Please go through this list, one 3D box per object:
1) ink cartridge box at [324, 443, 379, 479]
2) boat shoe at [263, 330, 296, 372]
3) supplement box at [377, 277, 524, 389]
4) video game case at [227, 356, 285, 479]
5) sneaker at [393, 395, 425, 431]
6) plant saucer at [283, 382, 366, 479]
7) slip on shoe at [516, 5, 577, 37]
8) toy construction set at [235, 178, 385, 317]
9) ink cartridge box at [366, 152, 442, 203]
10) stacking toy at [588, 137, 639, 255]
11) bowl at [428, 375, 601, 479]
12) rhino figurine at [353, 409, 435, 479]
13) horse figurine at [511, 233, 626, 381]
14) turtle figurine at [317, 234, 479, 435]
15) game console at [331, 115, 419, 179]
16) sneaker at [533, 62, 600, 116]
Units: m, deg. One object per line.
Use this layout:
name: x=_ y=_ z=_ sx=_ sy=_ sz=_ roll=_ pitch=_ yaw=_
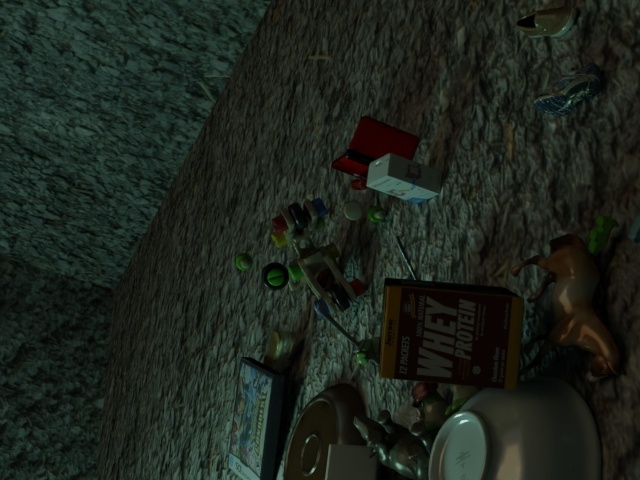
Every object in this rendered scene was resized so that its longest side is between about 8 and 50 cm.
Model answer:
ink cartridge box: x=0.048 y=0.478 z=1.722 sx=0.160 sy=0.092 sz=0.220 roll=87 pitch=-170 yaw=-64
boat shoe: x=-0.094 y=0.279 z=2.338 sx=0.063 sy=0.059 sz=0.170 roll=-113 pitch=30 yaw=-41
supplement box: x=0.183 y=0.130 z=1.440 sx=0.194 sy=0.191 sz=0.129 roll=-21 pitch=-64 yaw=-86
video game case: x=-0.154 y=0.428 z=2.326 sx=0.248 sy=0.035 sz=0.275 roll=-172 pitch=88 yaw=-68
sneaker: x=0.165 y=0.321 z=1.697 sx=0.061 sy=0.053 sz=0.152 roll=-58 pitch=25 yaw=23
plant saucer: x=-0.003 y=0.437 z=2.013 sx=0.310 sy=0.050 sz=0.311 roll=-49 pitch=32 yaw=45
slip on shoe: x=0.391 y=-0.383 z=1.728 sx=0.135 sy=0.041 sz=0.052 roll=16 pitch=88 yaw=68
toy construction set: x=0.000 y=0.000 z=2.168 sx=0.309 sy=0.257 sz=0.237 roll=-52 pitch=9 yaw=-3
ink cartridge box: x=0.164 y=-0.121 z=1.954 sx=0.088 sy=0.122 sz=0.052 roll=-25 pitch=50 yaw=62
stacking toy: x=0.453 y=-0.046 z=1.316 sx=0.167 sy=0.052 sz=0.221 roll=-118 pitch=48 yaw=-63
bowl: x=0.245 y=0.322 z=1.399 sx=0.298 sy=0.134 sz=0.298 roll=-50 pitch=29 yaw=43
rhino figurine: x=0.124 y=0.332 z=1.603 sx=0.073 sy=0.106 sz=0.243 roll=-48 pitch=25 yaw=-18
horse figurine: x=0.348 y=0.088 z=1.423 sx=0.174 sy=0.066 sz=0.263 roll=-34 pitch=40 yaw=49
turtle figurine: x=0.139 y=0.178 z=1.631 sx=0.197 sy=0.274 sz=0.266 roll=-29 pitch=63 yaw=15
game console: x=0.114 y=-0.185 z=2.094 sx=0.124 sy=0.144 sz=0.085 roll=-28 pitch=47 yaw=60
sneaker: x=0.401 y=-0.245 z=1.602 sx=0.135 sy=0.052 sz=0.058 roll=-21 pitch=43 yaw=53
